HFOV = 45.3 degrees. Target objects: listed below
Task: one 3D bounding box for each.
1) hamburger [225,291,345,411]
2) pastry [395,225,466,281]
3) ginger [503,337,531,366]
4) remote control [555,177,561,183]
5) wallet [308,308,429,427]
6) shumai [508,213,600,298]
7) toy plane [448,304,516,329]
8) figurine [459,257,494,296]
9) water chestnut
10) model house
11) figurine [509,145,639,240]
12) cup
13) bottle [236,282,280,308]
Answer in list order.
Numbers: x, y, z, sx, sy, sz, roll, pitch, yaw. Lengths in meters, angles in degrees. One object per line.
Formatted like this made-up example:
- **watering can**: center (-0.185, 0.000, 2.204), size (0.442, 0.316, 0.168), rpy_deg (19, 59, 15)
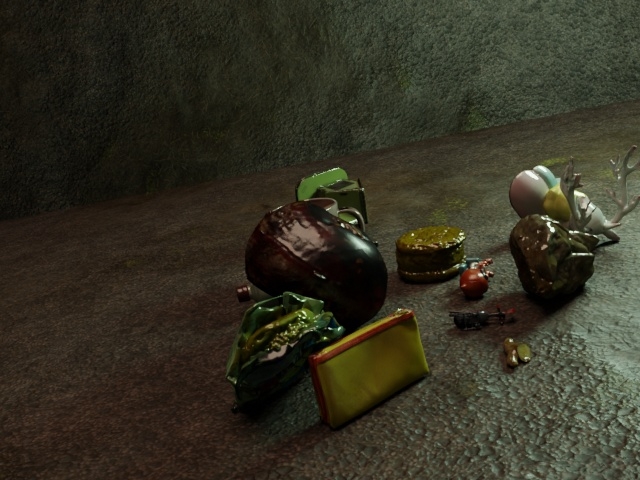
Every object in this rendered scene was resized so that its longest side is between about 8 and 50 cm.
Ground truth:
- **hamburger**: center (-0.085, 0.189, 1.439), size (0.260, 0.150, 0.276), rpy_deg (-34, -14, -20)
- **pastry**: center (0.284, 0.032, 1.960), size (0.188, 0.103, 0.189), rpy_deg (-10, 17, 3)
- **ginger**: center (0.371, 0.206, 1.446), size (0.048, 0.030, 0.097), rpy_deg (-10, 18, 10)
- **remote control**: center (0.750, -0.174, 2.457), size (0.061, 0.029, 0.162), rpy_deg (0, 19, 30)
- **wallet**: center (0.085, 0.224, 1.396), size (0.241, 0.141, 0.067), rpy_deg (-22, 14, -32)
- **shumai**: center (0.523, 0.026, 1.668), size (0.185, 0.184, 0.218), rpy_deg (-12, 3, 4)
- **toy plane**: center (0.339, 0.160, 1.617), size (0.145, 0.037, 0.060), rpy_deg (-10, 6, 21)
- **figurine**: center (0.360, 0.086, 1.791), size (0.075, 0.068, 0.140), rpy_deg (-1, 17, 23)
- **water chestnut**: center (-0.020, 0.084, 1.719), size (0.350, 0.302, 0.350), rpy_deg (28, 8, -4)
- **model house**: center (0.085, -0.088, 2.330), size (0.204, 0.219, 0.278), rpy_deg (-23, 24, -30)
- **figurine**: center (0.632, -0.107, 1.925), size (0.206, 0.285, 0.315), rpy_deg (-22, 31, -26)
- **cup**: center (0.000, 0.000, 2.092), size (0.252, 0.201, 0.191), rpy_deg (-12, 16, 2)
- **bottle**: center (-0.093, 0.113, 1.955), size (0.245, 0.104, 0.104), rpy_deg (-14, 16, -4)
